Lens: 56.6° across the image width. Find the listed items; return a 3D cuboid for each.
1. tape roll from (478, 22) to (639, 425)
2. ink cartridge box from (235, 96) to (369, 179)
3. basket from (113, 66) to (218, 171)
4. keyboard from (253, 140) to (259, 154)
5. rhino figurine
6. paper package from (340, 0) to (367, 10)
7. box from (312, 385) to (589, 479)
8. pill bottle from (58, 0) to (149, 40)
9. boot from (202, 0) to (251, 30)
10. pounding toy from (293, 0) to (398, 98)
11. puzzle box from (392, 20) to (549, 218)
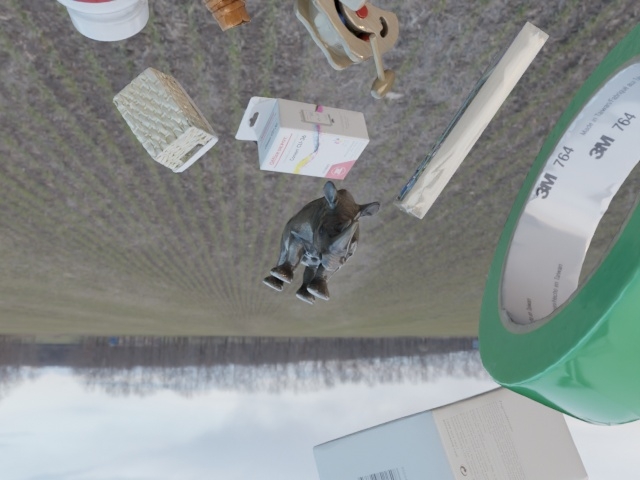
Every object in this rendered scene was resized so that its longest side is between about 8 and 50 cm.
[{"bbox_3d":[0.232,-0.021,0.472,0.077,0.321,0.321,24,170,1],"label":"tape roll"},{"bbox_3d":[-0.034,-0.170,1.000,0.198,0.067,0.115,4,148,-22],"label":"ink cartridge box"},{"bbox_3d":[-0.296,-0.231,1.133,0.113,0.167,0.103,-38,170,7],"label":"basket"},{"bbox_3d":[-0.121,-0.252,1.550,0.100,0.038,0.192,-39,155,-13],"label":"keyboard"},{"bbox_3d":[0.000,0.000,0.599,0.073,0.106,0.243,27,167,-7],"label":"rhino figurine"},{"bbox_3d":[0.016,-0.513,0.719,0.324,0.168,0.309,38,144,-2],"label":"paper package"},{"bbox_3d":[0.195,0.320,0.851,0.345,0.168,0.215,3,153,-47],"label":"box"},{"bbox_3d":[-0.462,-0.612,1.182,0.228,0.229,0.408,1,152,-5],"label":"pill bottle"},{"bbox_3d":[-0.211,-0.466,1.109,0.073,0.152,0.197,-4,-158,43],"label":"boot"},{"bbox_3d":[0.088,-0.430,1.167,0.269,0.154,0.154,50,154,-23],"label":"pounding toy"},{"bbox_3d":[0.289,-0.227,1.222,0.052,0.409,0.272,34,-175,0],"label":"puzzle box"}]
